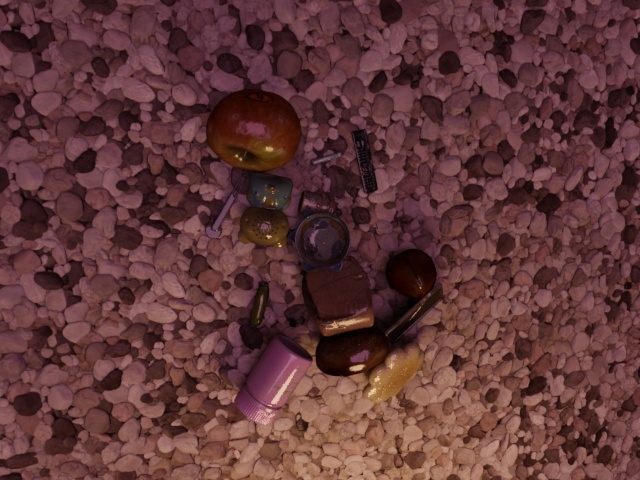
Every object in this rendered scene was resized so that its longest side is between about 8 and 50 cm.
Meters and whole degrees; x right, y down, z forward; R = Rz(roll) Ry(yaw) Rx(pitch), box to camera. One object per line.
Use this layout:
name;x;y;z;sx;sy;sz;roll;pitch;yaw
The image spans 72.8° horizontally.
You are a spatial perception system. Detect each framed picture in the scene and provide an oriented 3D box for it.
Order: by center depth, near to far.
framed picture;0.374;0.295;1.716;0.289;0.213;0.016;-41;63;-3

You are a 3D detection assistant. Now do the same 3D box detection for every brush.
brush;-0.342;-0.127;1.600;0.062;0.027;0.266;30;87;-14

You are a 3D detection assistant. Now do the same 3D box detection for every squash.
squash;-0.230;0.245;1.655;0.052;0.052;0.183;15;91;-13

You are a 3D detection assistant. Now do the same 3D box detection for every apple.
apple;-0.222;-0.381;1.471;0.310;0.278;0.249;20;68;-29

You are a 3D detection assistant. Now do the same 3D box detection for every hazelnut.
hazelnut;0.359;0.135;1.676;0.208;0.208;0.207;-1;97;-11

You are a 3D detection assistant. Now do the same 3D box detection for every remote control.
remote control;0.171;-0.304;1.675;0.063;0.025;0.245;-14;99;-10

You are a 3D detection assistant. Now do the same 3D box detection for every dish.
dish;0.000;0.000;1.606;0.228;0.086;0.236;-5;90;7

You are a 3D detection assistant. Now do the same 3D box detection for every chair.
chair;-0.104;0.322;1.698;0.086;0.042;0.037;-14;103;-45

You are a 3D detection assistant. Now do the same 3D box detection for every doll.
doll;-0.192;-0.107;1.560;0.177;0.161;0.260;10;93;-14

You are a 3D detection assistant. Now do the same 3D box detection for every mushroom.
mushroom;0.116;0.401;1.622;0.278;0.297;0.162;-6;84;-51

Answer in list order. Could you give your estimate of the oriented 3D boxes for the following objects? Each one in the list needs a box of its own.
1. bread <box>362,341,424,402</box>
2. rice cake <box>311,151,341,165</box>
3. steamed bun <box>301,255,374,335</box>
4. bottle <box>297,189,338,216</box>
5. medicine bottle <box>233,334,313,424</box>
bread;0.296;0.526;1.707;0.316;0.054;0.315;-24;137;-25
rice cake;0.023;-0.311;1.648;0.121;0.021;0.022;-19;95;-10
steamed bun;0.068;0.216;1.614;0.252;0.301;0.199;-16;137;0
bottle;-0.001;-0.130;1.627;0.152;0.099;0.098;14;94;-9
medicine bottle;-0.175;0.520;1.633;0.178;0.178;0.290;32;91;-13
